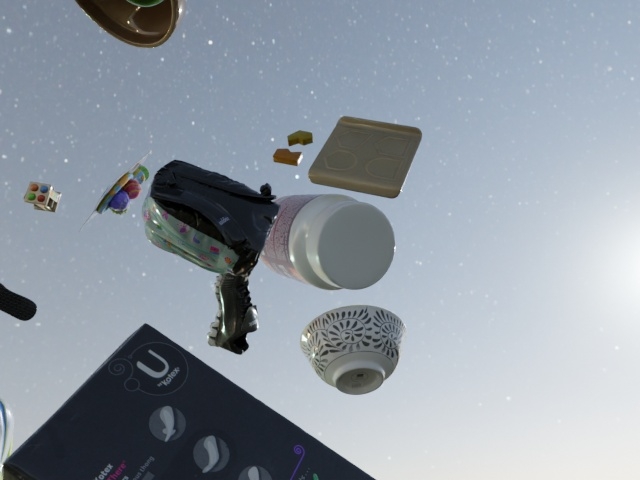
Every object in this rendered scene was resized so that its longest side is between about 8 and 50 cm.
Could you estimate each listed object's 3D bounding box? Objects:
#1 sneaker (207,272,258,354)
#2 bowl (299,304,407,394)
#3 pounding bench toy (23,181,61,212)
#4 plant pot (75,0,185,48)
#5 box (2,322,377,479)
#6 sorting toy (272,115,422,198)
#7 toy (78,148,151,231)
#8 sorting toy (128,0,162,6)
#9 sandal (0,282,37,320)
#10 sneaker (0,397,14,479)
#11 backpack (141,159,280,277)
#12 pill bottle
[{"bbox_3d":[-0.167,0.141,1.175,0.078,0.106,0.234,-25,-45,-55],"label":"sneaker"},{"bbox_3d":[0.054,0.183,0.864,0.170,0.080,0.170,-3,-47,-3],"label":"bowl"},{"bbox_3d":[-0.668,-0.105,1.325,0.083,0.052,0.065,9,-15,1],"label":"pounding bench toy"},{"bbox_3d":[-0.301,-0.440,0.898,0.237,0.109,0.237,21,-33,15],"label":"plant pot"},{"bbox_3d":[-0.084,0.221,0.437,0.270,0.143,0.165,34,-48,3],"label":"box"},{"bbox_3d":[0.061,-0.201,1.304,0.307,0.229,0.041,13,-39,16],"label":"sorting toy"},{"bbox_3d":[-0.433,-0.104,1.251,0.056,0.237,0.137,35,-64,-15],"label":"toy"},{"bbox_3d":[-0.130,-0.238,0.467,0.102,0.042,0.061,-43,-47,5],"label":"sorting toy"},{"bbox_3d":[-0.725,0.124,1.261,0.179,0.067,0.040,40,-28,-26],"label":"sandal"},{"bbox_3d":[-0.400,0.304,0.651,0.126,0.240,0.091,-6,-28,34],"label":"sneaker"},{"bbox_3d":[-0.163,-0.030,0.807,0.182,0.152,0.115,24,-50,-8],"label":"backpack"},{"bbox_3d":[0.000,0.000,1.357,0.224,0.224,0.392,7,1,-24],"label":"pill bottle"}]
